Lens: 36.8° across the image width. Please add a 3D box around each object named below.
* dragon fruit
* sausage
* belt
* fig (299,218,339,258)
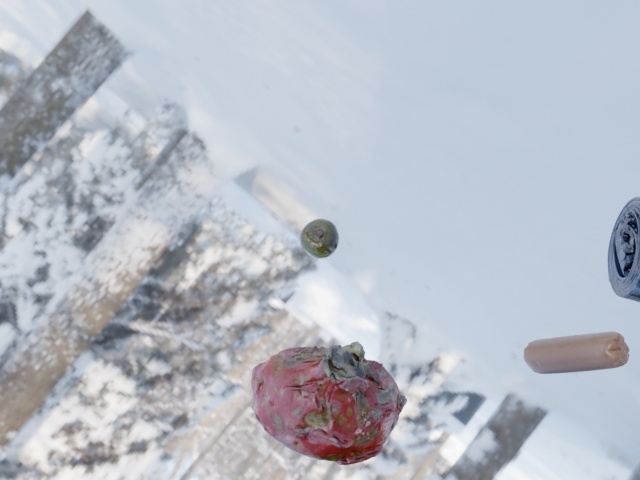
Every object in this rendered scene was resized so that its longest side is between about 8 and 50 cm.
[{"bbox_3d":[0.016,0.250,1.524,0.262,0.134,0.211,13,136,-2],"label":"dragon fruit"},{"bbox_3d":[0.578,0.258,2.195,0.086,0.086,0.289,41,150,-20],"label":"sausage"},{"bbox_3d":[0.506,0.018,1.503,0.082,0.190,0.141,15,132,-3],"label":"belt"},{"bbox_3d":[0.000,0.000,1.800,0.074,0.074,0.088,37,168,17],"label":"fig"}]
